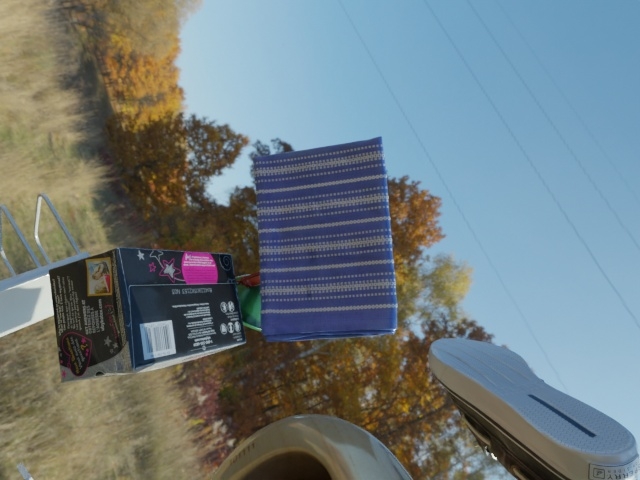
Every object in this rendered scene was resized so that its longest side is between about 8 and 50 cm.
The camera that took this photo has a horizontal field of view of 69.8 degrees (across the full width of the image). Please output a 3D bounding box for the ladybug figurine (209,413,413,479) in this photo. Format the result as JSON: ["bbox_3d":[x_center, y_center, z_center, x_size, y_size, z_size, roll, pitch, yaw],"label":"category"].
[{"bbox_3d":[-0.005,0.352,0.408,0.162,0.305,0.449,54,0,-20],"label":"ladybug figurine"}]

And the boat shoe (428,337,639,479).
[{"bbox_3d":[0.227,0.222,0.573,0.335,0.121,0.119,-138,-133,-77],"label":"boat shoe"}]

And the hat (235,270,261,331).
[{"bbox_3d":[-0.133,0.075,0.953,0.209,0.183,0.173,25,-5,22],"label":"hat"}]

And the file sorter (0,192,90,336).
[{"bbox_3d":[-0.577,0.060,0.774,0.173,0.278,0.193,53,-45,10],"label":"file sorter"}]

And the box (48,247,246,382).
[{"bbox_3d":[-0.250,0.109,0.699,0.247,0.142,0.163,8,69,-64],"label":"box"}]

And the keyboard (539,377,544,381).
[{"bbox_3d":[0.443,0.387,0.942,0.023,0.108,0.180,-7,-79,54],"label":"keyboard"}]

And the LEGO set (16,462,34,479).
[{"bbox_3d":[-0.492,0.549,0.901,0.183,0.060,0.244,20,-51,36],"label":"LEGO set"}]

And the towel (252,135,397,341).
[{"bbox_3d":[0.000,0.000,0.788,0.040,0.243,0.335,18,67,-72],"label":"towel"}]
